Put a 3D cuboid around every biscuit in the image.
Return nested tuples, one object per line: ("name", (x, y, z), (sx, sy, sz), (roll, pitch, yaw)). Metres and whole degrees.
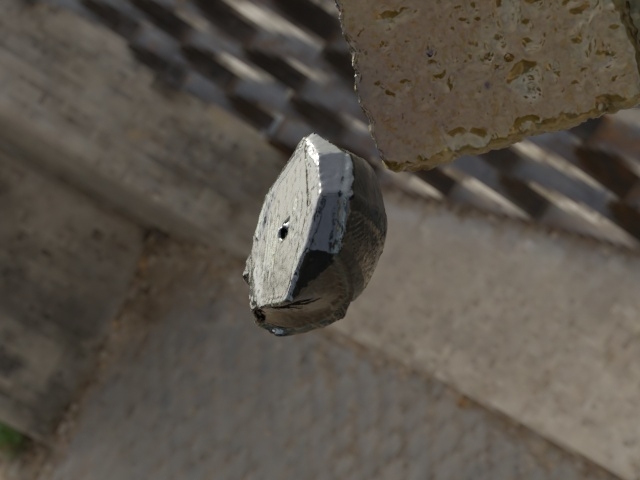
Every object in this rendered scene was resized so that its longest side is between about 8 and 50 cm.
("biscuit", (0.058, -0.157, 0.839), (0.131, 0.237, 0.026), (-17, -4, 16))

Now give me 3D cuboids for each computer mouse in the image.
("computer mouse", (0.000, 0.000, 1.111), (0.192, 0.062, 0.106), (138, 140, -69))

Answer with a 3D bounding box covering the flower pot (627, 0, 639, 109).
("flower pot", (0.169, -0.161, 0.951), (0.157, 0.243, 0.189), (103, 170, -64))
